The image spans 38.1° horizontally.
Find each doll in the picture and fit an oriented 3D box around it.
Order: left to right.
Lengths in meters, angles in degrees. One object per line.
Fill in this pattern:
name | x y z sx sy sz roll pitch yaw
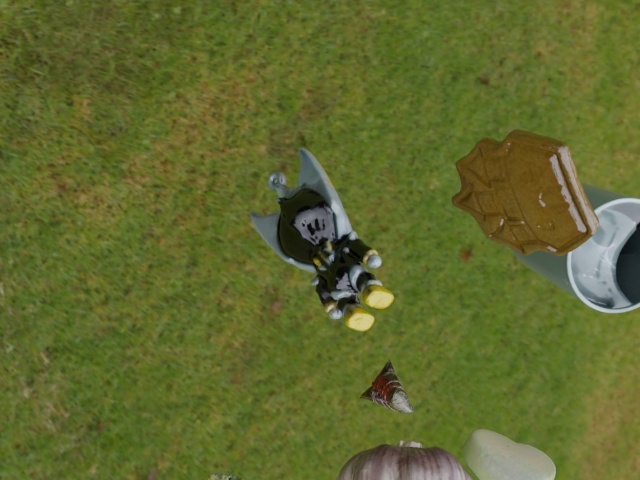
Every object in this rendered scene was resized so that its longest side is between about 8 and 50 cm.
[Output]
doll | 0.003 -0.003 1.428 0.103 0.316 0.145 -10 138 -29

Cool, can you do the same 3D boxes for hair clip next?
hair clip | 0.255 0.327 1.164 0.159 0.218 0.071 -1 132 -49

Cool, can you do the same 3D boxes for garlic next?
garlic | 0.096 0.277 1.050 0.147 0.159 0.102 28 57 -47

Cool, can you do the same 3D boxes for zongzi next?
zongzi | 0.096 0.240 1.457 0.073 0.083 0.067 -38 137 14

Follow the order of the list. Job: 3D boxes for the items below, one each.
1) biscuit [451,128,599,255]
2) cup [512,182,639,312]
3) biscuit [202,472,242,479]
biscuit | 0.256 -0.057 1.232 0.034 0.215 0.182 -38 110 -34
cup | 0.486 -0.007 1.732 0.205 0.312 0.205 -3 104 -12
biscuit | -0.171 0.480 1.550 0.016 0.144 0.203 -7 98 -41
